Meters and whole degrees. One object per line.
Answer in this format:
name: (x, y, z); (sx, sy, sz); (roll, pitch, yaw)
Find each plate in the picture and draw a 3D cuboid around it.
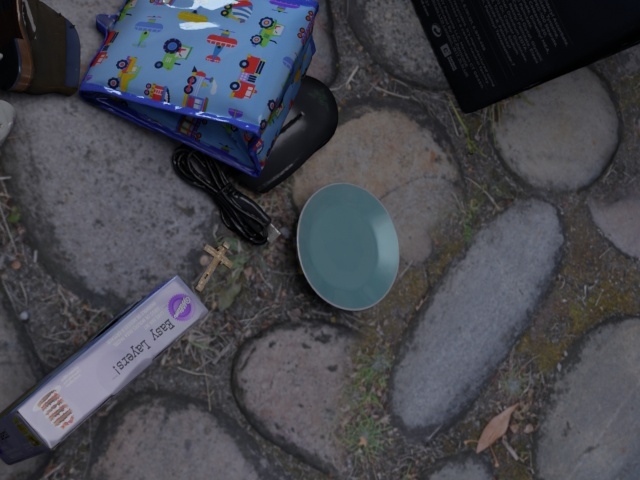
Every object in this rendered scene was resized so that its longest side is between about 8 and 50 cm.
plate: (0.036, 0.009, 1.819); (0.188, 0.024, 0.188); (7, 78, -35)

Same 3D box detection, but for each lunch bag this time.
lunch bag: (-0.178, -0.253, 1.731); (0.293, 0.138, 0.221); (20, 67, 6)

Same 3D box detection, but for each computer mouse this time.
computer mouse: (-0.062, -0.142, 1.809); (0.188, 0.072, 0.272); (46, 64, -9)

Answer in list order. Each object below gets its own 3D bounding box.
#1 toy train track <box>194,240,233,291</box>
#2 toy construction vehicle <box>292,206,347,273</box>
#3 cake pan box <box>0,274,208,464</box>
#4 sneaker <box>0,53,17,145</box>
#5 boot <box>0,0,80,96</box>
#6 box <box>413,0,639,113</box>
toy train track: (-0.150, 0.035, 1.761); (0.048, 0.014, 0.083); (37, 66, -14)
toy construction vehicle: (0.000, 0.000, 1.833); (0.085, 0.035, 0.098); (0, 81, -36)
cake pan box: (-0.277, 0.160, 1.543); (0.267, 0.245, 0.070); (-41, 98, -26)
sneaker: (-0.449, -0.112, 1.572); (0.152, 0.114, 0.305); (3, 82, -33)
boot: (-0.386, -0.294, 1.704); (0.106, 0.082, 0.219); (10, 69, -46)
box: (0.459, -0.451, 1.901); (0.479, 0.471, 0.297); (-24, 89, -27)
